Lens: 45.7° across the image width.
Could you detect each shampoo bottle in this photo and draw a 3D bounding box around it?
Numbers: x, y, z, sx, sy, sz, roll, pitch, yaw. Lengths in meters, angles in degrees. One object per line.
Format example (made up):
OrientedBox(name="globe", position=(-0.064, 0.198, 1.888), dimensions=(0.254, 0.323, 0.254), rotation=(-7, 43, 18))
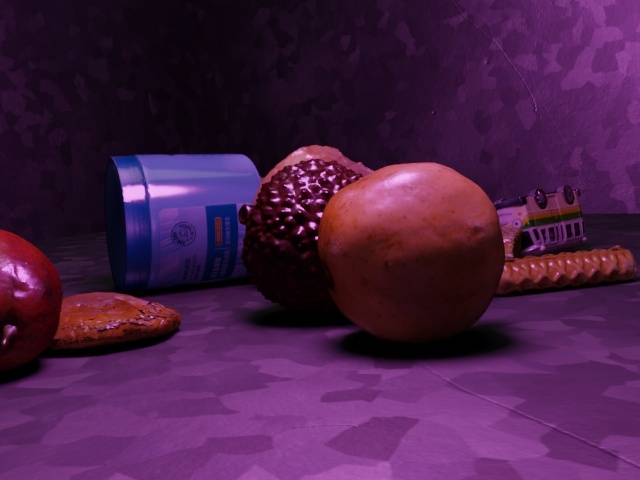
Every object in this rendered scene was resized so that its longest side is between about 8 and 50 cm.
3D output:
OrientedBox(name="shampoo bottle", position=(-0.340, -0.050, 1.889), dimensions=(0.342, 0.331, 0.331), rotation=(-5, 6, -24))

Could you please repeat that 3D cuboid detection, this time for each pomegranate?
OrientedBox(name="pomegranate", position=(0.135, 0.018, 1.192), dimensions=(0.307, 0.307, 0.307), rotation=(-3, 6, 0))

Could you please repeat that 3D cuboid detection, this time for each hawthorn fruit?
OrientedBox(name="hawthorn fruit", position=(-0.493, 0.106, 1.154), dimensions=(0.224, 0.224, 0.261), rotation=(-8, 24, -38))

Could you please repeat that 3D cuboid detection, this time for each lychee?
OrientedBox(name="lychee", position=(0.000, 0.000, 1.435), dimensions=(0.330, 0.306, 0.306), rotation=(22, 10, 9))

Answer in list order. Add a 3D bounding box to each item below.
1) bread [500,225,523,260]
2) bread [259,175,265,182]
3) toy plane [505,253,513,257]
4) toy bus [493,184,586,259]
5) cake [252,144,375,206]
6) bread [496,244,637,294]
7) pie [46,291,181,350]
OrientedBox(name="bread", position=(0.392, 0.027, 1.855), dimensions=(0.184, 0.111, 0.234), rotation=(2, 9, 20))
OrientedBox(name="bread", position=(-0.182, -0.076, 2.521), dimensions=(0.395, 0.264, 0.239), rotation=(-9, 21, -43))
OrientedBox(name="toy plane", position=(0.326, -0.013, 1.593), dimensions=(0.182, 0.107, 0.273), rotation=(3, 10, 41))
OrientedBox(name="toy bus", position=(0.583, -0.043, 2.055), dimensions=(0.305, 0.179, 0.143), rotation=(-8, -7, -43))
OrientedBox(name="cake", position=(0.046, -0.023, 1.736), dimensions=(0.332, 0.332, 0.321), rotation=(-9, 34, -44))
OrientedBox(name="bread", position=(0.500, 0.063, 1.589), dimensions=(0.367, 0.084, 0.077), rotation=(-4, -35, -17))
OrientedBox(name="pie", position=(-0.371, 0.141, 1.345), dimensions=(0.273, 0.069, 0.273), rotation=(-1, 10, 0))
